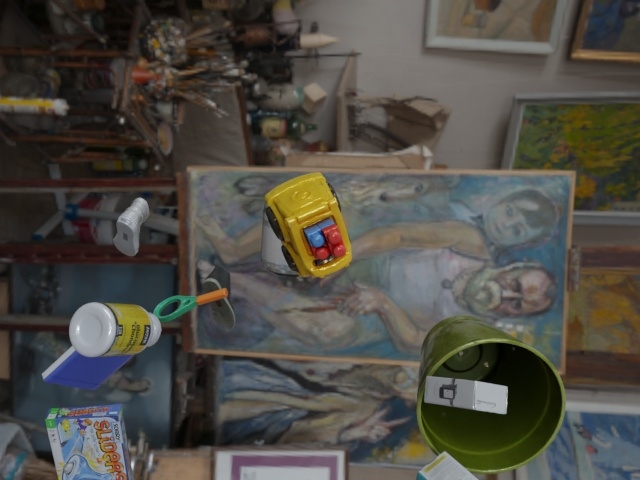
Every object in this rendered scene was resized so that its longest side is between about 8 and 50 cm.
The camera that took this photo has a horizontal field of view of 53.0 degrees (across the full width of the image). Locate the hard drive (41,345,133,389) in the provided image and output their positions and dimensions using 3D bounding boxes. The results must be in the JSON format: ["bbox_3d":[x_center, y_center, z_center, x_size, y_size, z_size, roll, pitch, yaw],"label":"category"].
[{"bbox_3d":[-0.689,0.352,2.034,0.040,0.319,0.210,55,12,33],"label":"hard drive"}]

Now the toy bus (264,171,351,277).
[{"bbox_3d":[0.000,0.000,1.312,0.211,0.150,0.220,51,-17,57],"label":"toy bus"}]

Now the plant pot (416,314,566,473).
[{"bbox_3d":[0.418,0.374,1.746,0.353,0.367,0.366,-92,-177,-77],"label":"plant pot"}]

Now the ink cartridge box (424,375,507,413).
[{"bbox_3d":[0.324,0.343,1.428,0.150,0.109,0.063,-10,-111,54],"label":"ink cartridge box"}]

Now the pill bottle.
[{"bbox_3d":[-0.397,0.176,1.268,0.184,0.103,0.103,20,72,-69],"label":"pill bottle"}]

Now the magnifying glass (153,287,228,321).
[{"bbox_3d":[-0.374,0.178,1.836,0.092,0.231,0.026,-86,157,-56],"label":"magnifying glass"}]

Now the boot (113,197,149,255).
[{"bbox_3d":[-0.631,-0.045,2.180,0.123,0.095,0.258,-61,-175,-31],"label":"boot"}]

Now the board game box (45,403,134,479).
[{"bbox_3d":[-0.444,0.412,1.246,0.035,0.136,0.201,-103,-169,-66],"label":"board game box"}]

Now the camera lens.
[{"bbox_3d":[-0.094,-0.024,2.223,0.219,0.220,0.274,-60,155,-76],"label":"camera lens"}]

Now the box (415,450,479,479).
[{"bbox_3d":[0.340,0.601,1.462,0.101,0.244,0.060,-22,133,-35],"label":"box"}]

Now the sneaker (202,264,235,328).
[{"bbox_3d":[-0.337,0.199,2.266,0.118,0.083,0.222,-67,148,-56],"label":"sneaker"}]
